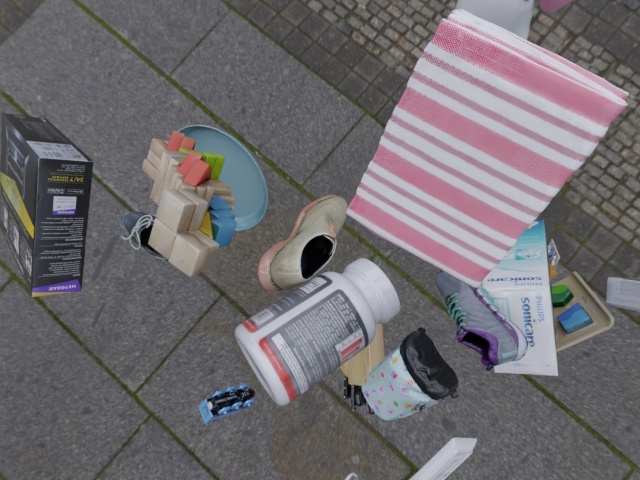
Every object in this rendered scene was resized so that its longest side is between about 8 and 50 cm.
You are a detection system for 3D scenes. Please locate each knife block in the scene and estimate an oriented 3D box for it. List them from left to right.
[{"bbox_3d":[0.166,0.427,1.425,0.242,0.088,0.275,47,116,31],"label":"knife block"}]

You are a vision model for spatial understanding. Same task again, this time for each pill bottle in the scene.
[{"bbox_3d":[0.000,0.204,1.036,0.363,0.210,0.210,-30,81,-20],"label":"pill bottle"}]

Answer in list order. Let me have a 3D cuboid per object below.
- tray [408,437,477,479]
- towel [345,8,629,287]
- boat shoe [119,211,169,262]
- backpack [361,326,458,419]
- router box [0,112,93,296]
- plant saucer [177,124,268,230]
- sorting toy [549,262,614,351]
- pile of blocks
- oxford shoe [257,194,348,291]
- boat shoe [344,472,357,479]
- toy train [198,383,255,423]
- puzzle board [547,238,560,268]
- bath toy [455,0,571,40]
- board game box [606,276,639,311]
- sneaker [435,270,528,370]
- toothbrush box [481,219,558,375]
[{"bbox_3d":[0.336,0.666,1.245,0.270,0.145,0.030,-53,43,15],"label":"tray"},{"bbox_3d":[0.120,-0.064,0.361,0.144,0.029,0.197,32,124,9],"label":"towel"},{"bbox_3d":[-0.440,-0.012,1.117,0.255,0.079,0.095,33,90,24],"label":"boat shoe"},{"bbox_3d":[0.172,0.286,0.889,0.115,0.182,0.152,-4,54,-38],"label":"backpack"},{"bbox_3d":[-0.518,-0.077,0.799,0.309,0.081,0.242,33,115,39],"label":"router box"},{"bbox_3d":[-0.275,-0.169,1.177,0.318,0.317,0.043,28,44,7],"label":"plant saucer"},{"bbox_3d":[0.590,0.169,1.148,0.229,0.307,0.041,-37,110,22],"label":"sorting toy"},{"bbox_3d":[-0.187,-0.088,0.681,0.149,0.362,0.112,12,116,-30],"label":"pile of blocks"},{"bbox_3d":[0.000,0.000,1.171,0.147,0.397,0.140,-6,124,38],"label":"oxford shoe"},{"bbox_3d":[0.044,0.547,0.863,0.367,0.156,0.135,11,117,9],"label":"boat shoe"},{"bbox_3d":[-0.301,0.530,1.415,0.105,0.184,0.080,-46,61,29],"label":"toy train"},{"bbox_3d":[0.692,0.073,1.321,0.011,0.096,0.128,10,126,6],"label":"puzzle board"},{"bbox_3d":[0.314,-0.378,0.531,0.348,0.129,0.151,-40,87,0],"label":"bath toy"},{"bbox_3d":[0.655,0.094,0.668,0.305,0.193,0.053,2,90,-4],"label":"board game box"},{"bbox_3d":[0.274,0.137,0.810,0.098,0.083,0.223,-13,42,-26],"label":"sneaker"},{"bbox_3d":[0.443,0.115,0.958,0.126,0.295,0.216,-6,116,27],"label":"toothbrush box"}]
